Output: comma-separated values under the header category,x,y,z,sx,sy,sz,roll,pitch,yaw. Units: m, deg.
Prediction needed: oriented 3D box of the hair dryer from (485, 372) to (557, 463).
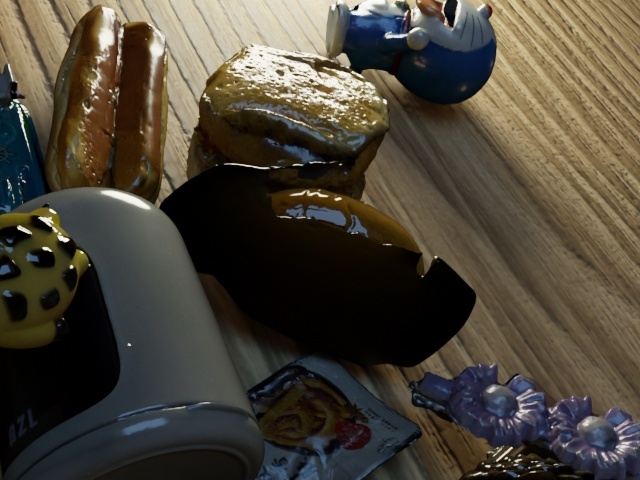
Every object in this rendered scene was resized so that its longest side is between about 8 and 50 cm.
category,x,y,z,sx,sy,sz,roll,pitch,yaw
hair dryer,0.195,0.226,0.954,0.181,0.064,0.117,-30,65,-34

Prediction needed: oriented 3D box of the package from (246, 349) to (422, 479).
category,x,y,z,sx,sy,sz,roll,pitch,yaw
package,-0.029,0.202,0.889,0.239,0.030,0.154,-30,55,-35

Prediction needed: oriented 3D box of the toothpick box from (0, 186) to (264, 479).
category,x,y,z,sx,sy,sz,roll,pitch,yaw
toothpick box,-0.185,0.094,0.808,0.229,0.229,0.316,-5,50,-27

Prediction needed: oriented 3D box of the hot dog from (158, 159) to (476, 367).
category,x,y,z,sx,sy,sz,roll,pitch,yaw
hot dog,-0.002,0.006,0.982,0.326,0.194,0.107,39,13,-15

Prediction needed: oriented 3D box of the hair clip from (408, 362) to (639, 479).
category,x,y,z,sx,sy,sz,roll,pitch,yaw
hair clip,0.227,0.193,0.913,0.292,0.085,0.106,23,38,11

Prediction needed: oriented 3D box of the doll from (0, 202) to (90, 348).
category,x,y,z,sx,sy,sz,roll,pitch,yaw
doll,-0.252,0.064,0.598,0.117,0.086,0.291,51,35,-10

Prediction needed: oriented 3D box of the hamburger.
category,x,y,z,sx,sy,sz,roll,pitch,yaw
hamburger,-0.043,-0.116,1.093,0.244,0.163,0.244,10,39,-9

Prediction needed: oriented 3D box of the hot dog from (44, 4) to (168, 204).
category,x,y,z,sx,sy,sz,roll,pitch,yaw
hot dog,-0.249,-0.157,1.082,0.135,0.100,0.337,14,46,-23

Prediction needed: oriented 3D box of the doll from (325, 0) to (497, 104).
category,x,y,z,sx,sy,sz,roll,pitch,yaw
doll,0.131,-0.297,1.340,0.256,0.161,0.215,12,20,-9

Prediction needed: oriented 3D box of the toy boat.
category,x,y,z,sx,sy,sz,roll,pitch,yaw
toy boat,-0.346,-0.065,0.961,0.134,0.092,0.299,-3,50,-30

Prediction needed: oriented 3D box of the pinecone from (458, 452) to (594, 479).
category,x,y,z,sx,sy,sz,roll,pitch,yaw
pinecone,0.182,0.293,0.805,0.179,0.184,0.205,3,73,-28
